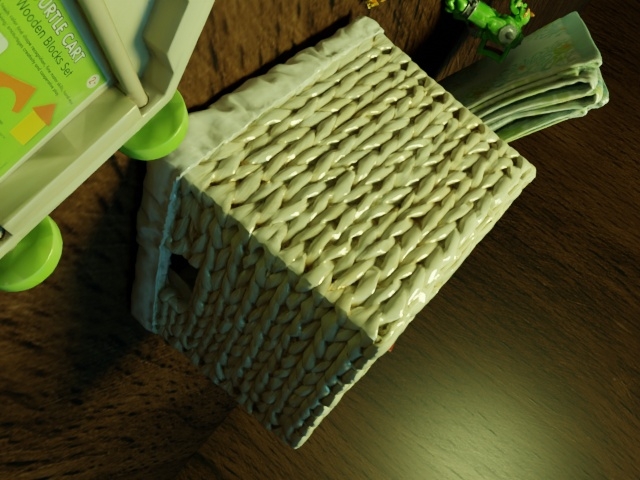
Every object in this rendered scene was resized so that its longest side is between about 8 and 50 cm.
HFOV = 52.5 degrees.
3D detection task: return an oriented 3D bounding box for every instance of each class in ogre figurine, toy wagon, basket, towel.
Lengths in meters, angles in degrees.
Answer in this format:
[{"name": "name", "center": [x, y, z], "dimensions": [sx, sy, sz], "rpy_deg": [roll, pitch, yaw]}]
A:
[{"name": "ogre figurine", "center": [0.269, -0.352, 1.039], "dimensions": [0.097, 0.118, 0.197], "rpy_deg": [-51, 171, 5]}, {"name": "toy wagon", "center": [-0.129, -0.107, 0.314], "dimensions": [0.344, 0.068, 0.267], "rpy_deg": [-49, 170, -14]}, {"name": "basket", "center": [0.000, 0.000, 0.721], "dimensions": [0.331, 0.266, 0.328], "rpy_deg": [-41, 168, -36]}, {"name": "towel", "center": [0.294, -0.249, 1.081], "dimensions": [0.321, 0.090, 0.374], "rpy_deg": [-20, -160, 26]}]

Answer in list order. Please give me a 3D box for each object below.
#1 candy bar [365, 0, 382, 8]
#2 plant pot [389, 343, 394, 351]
[{"name": "candy bar", "center": [0.081, -0.308, 0.657], "dimensions": [0.040, 0.018, 0.161], "rpy_deg": [-43, 167, -38]}, {"name": "plant pot", "center": [0.046, 0.012, 1.063], "dimensions": [0.235, 0.267, 0.267], "rpy_deg": [-64, 171, -4]}]
